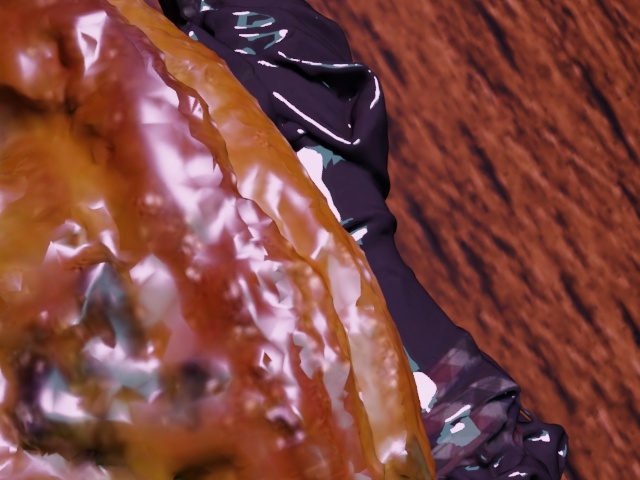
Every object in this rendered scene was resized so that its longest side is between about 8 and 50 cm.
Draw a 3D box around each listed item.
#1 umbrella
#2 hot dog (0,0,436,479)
[{"bbox_3d":[0.000,0.001,0.753,0.122,0.110,0.272,-16,79,-38],"label":"umbrella"},{"bbox_3d":[-0.116,0.063,0.635,0.267,0.174,0.387,-22,80,-19],"label":"hot dog"}]
